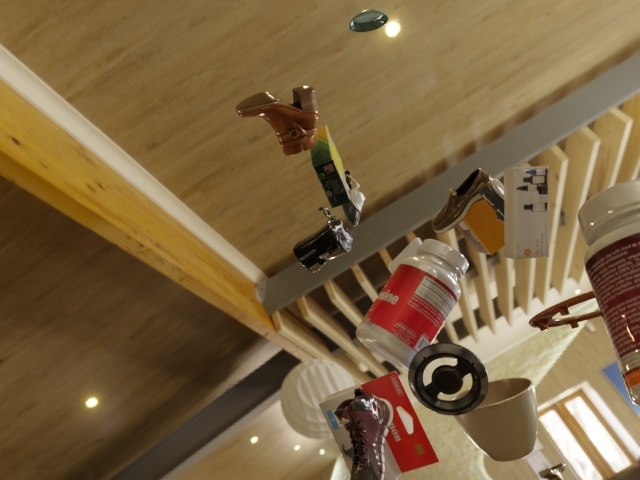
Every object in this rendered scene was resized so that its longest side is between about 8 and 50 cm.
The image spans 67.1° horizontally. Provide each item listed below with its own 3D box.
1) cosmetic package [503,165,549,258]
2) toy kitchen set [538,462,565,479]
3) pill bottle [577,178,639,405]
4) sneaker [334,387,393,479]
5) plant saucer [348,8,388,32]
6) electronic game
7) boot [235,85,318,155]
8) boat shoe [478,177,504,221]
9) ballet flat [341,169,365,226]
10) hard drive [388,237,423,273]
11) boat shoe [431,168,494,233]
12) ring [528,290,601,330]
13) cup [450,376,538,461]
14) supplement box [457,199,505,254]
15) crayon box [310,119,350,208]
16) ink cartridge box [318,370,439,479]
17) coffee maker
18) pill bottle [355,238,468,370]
[{"bbox_3d":[0.540,-0.073,1.265,0.099,0.238,0.060,-3,4,-3],"label":"cosmetic package"},{"bbox_3d":[0.704,0.705,1.415,0.083,0.075,0.068,29,-61,-38],"label":"toy kitchen set"},{"bbox_3d":[0.641,0.093,0.903,0.224,0.391,0.224,-2,-29,-1],"label":"pill bottle"},{"bbox_3d":[0.087,0.511,1.233,0.163,0.281,0.106,40,-47,-22],"label":"sneaker"},{"bbox_3d":[0.140,-0.649,1.418,0.120,0.021,0.119,-9,-1,0],"label":"plant saucer"},{"bbox_3d":[0.372,0.407,1.415,0.229,0.229,0.048,-44,-3,21],"label":"electronic game"},{"bbox_3d":[-0.140,-0.394,1.648,0.284,0.109,0.220,-20,-47,-20],"label":"boot"},{"bbox_3d":[0.554,-0.091,1.451,0.065,0.206,0.075,-31,13,36],"label":"boat shoe"},{"bbox_3d":[0.119,-0.185,1.950,0.096,0.280,0.095,-34,-38,19],"label":"ballet flat"},{"bbox_3d":[0.451,0.176,2.177,0.040,0.318,0.210,4,-42,-39],"label":"hard drive"},{"bbox_3d":[0.461,-0.139,1.625,0.095,0.095,0.257,40,-80,-23],"label":"boat shoe"},{"bbox_3d":[0.712,0.176,1.244,0.337,0.032,0.336,-11,-26,-5],"label":"ring"},{"bbox_3d":[0.693,0.699,1.860,0.331,0.236,0.331,-19,-7,-2],"label":"cup"},{"bbox_3d":[0.611,-0.061,1.823,0.129,0.191,0.194,-37,0,3],"label":"supplement box"},{"bbox_3d":[0.030,-0.296,1.843,0.081,0.318,0.202,-19,-53,10],"label":"crayon box"},{"bbox_3d":[0.170,0.577,1.452,0.261,0.296,0.066,-29,-8,23],"label":"ink cartridge box"},{"bbox_3d":[0.000,0.000,1.650,0.178,0.171,0.120,-32,-15,32],"label":"coffee maker"},{"bbox_3d":[0.314,0.205,1.600,0.407,0.229,0.229,-54,-31,-14],"label":"pill bottle"}]
